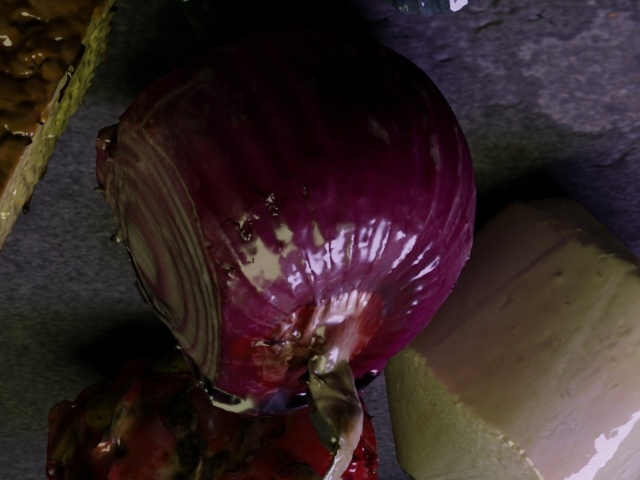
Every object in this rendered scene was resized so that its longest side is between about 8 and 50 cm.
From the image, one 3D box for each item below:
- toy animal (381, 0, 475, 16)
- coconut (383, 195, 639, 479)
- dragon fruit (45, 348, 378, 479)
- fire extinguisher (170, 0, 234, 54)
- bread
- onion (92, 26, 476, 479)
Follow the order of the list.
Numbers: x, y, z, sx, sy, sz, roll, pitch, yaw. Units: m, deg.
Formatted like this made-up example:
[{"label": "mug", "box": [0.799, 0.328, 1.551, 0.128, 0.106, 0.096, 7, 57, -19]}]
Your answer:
[{"label": "toy animal", "box": [0.054, -0.223, 1.107, 0.218, 0.116, 0.179, -3, 150, 16]}, {"label": "coconut", "box": [0.163, 0.108, 1.527, 0.244, 0.239, 0.239, -43, 140, 2]}, {"label": "dragon fruit", "box": [-0.098, 0.214, 1.701, 0.291, 0.269, 0.250, 2, 139, -11]}, {"label": "fire extinguisher", "box": [-0.085, -0.154, 1.306, 0.038, 0.025, 0.083, 12, 155, 24]}, {"label": "bread", "box": [-0.227, -0.082, 1.263, 0.139, 0.229, 0.143, 22, 159, 6]}, {"label": "onion", "box": [-0.009, -0.028, 1.320, 0.272, 0.256, 0.230, 38, 133, 11]}]
